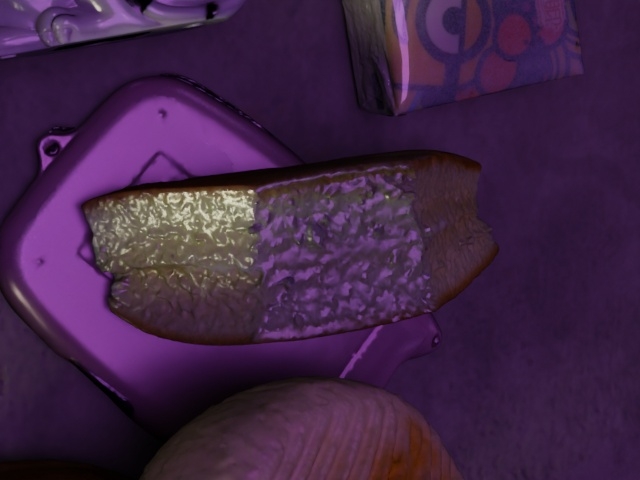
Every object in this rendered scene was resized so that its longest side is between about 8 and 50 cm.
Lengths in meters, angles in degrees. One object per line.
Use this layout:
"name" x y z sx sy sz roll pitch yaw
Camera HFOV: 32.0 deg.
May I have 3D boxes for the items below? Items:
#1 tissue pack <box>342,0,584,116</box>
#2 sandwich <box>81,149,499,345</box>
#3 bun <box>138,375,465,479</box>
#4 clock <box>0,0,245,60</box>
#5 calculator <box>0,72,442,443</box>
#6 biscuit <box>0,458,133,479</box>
"tissue pack" 0.093 -0.147 0.727 0.148 0.060 0.108 -13 103 -21
"sandwich" 0.000 0.000 0.646 0.258 0.096 0.094 -10 102 -17
"bun" -0.010 0.200 0.611 0.244 0.153 0.244 20 55 -32
"clock" -0.125 -0.169 0.618 0.176 0.080 0.117 -13 101 -20
"calculator" -0.057 0.032 0.692 0.294 0.043 0.194 42 80 -21
"biscuit" -0.161 0.323 0.666 0.350 0.070 0.394 1 95 -28
